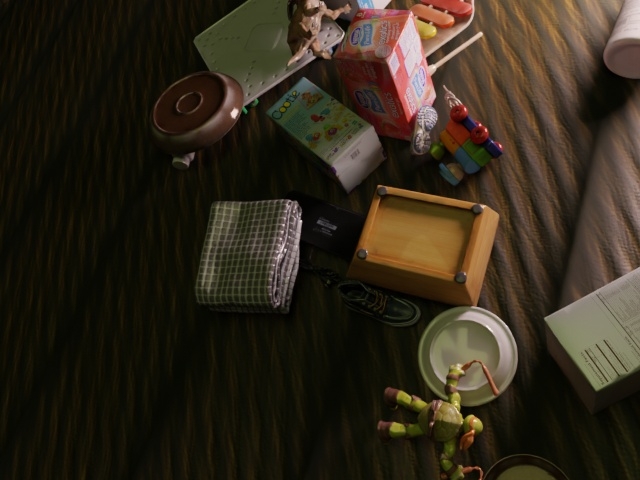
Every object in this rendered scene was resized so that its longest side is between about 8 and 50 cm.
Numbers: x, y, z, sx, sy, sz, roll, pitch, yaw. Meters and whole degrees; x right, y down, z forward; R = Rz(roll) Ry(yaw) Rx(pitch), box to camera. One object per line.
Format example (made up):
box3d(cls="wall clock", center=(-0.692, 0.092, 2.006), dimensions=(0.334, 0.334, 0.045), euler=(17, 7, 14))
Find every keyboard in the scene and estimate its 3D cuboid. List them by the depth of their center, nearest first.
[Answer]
box3d(cls="keyboard", center=(0.000, 0.000, 1.438), dimensions=(0.317, 0.033, 0.201), euler=(22, 73, 31))

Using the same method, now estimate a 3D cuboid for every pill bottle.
box3d(cls="pill bottle", center=(0.741, -0.495, 1.327), dimensions=(0.131, 0.131, 0.229), euler=(18, 72, 29))
box3d(cls="pill bottle", center=(-0.399, -0.268, 1.719), dimensions=(0.065, 0.065, 0.116), euler=(-4, 63, 21))

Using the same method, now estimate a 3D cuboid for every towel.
box3d(cls="towel", center=(-0.171, 0.030, 1.414), dimensions=(0.235, 0.121, 0.283), euler=(-4, 68, 30))

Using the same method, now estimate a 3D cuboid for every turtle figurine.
box3d(cls="turtle figurine", center=(0.216, 0.356, 1.111), dimensions=(0.217, 0.087, 0.269), euler=(-5, 72, 36))

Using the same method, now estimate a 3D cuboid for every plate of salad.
box3d(cls="plate of salad", center=(0.296, 0.233, 1.186), dimensions=(0.200, 0.048, 0.199), euler=(-9, 70, 25))

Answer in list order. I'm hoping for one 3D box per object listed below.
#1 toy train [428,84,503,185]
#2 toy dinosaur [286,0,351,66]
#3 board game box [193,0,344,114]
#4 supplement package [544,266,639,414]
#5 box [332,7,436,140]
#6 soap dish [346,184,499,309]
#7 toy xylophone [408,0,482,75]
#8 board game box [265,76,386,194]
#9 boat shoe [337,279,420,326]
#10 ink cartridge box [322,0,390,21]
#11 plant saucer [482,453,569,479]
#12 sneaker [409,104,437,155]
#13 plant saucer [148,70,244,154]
box3d(cls="toy train", center=(0.311, -0.253, 1.411), dimensions=(0.143, 0.105, 0.248), euler=(-43, 50, 17))
box3d(cls="toy dinosaur", center=(-0.049, -0.616, 1.668), dimensions=(0.200, 0.127, 0.295), euler=(19, 89, 39))
box3d(cls="board game box", center=(-0.165, -0.611, 1.808), dimensions=(0.390, 0.050, 0.389), euler=(-33, 57, 4))
box3d(cls="supplement package", center=(0.527, 0.177, 1.031), dimensions=(0.203, 0.194, 0.149), euler=(-30, 56, 5))
box3d(cls="box", center=(0.164, -0.391, 1.410), dimensions=(0.142, 0.300, 0.154), euler=(17, 73, 28))
box3d(cls="soap dish", center=(0.219, 0.004, 1.276), dimensions=(0.291, 0.118, 0.228), euler=(13, 70, 19))
box3d(cls="toy xylophone", center=(0.280, -0.543, 1.542), dimensions=(0.323, 0.081, 0.236), euler=(-42, 41, -8))
box3d(cls="board game box", center=(0.013, -0.270, 1.504), dimensions=(0.144, 0.142, 0.275), euler=(-44, 57, -3))
box3d(cls="boat shoe", center=(0.124, 0.138, 1.283), dimensions=(0.184, 0.083, 0.065), euler=(12, 70, 27))
box3d(cls="ink cartridge box", center=(0.124, -0.780, 1.705), dimensions=(0.171, 0.168, 0.232), euler=(35, 81, 32))
box3d(cls="plant saucer", center=(0.370, 0.470, 1.044), dimensions=(0.169, 0.029, 0.168), euler=(-9, 62, 18))
box3d(cls="sneaker", center=(0.241, -0.266, 1.421), dimensions=(0.052, 0.058, 0.135), euler=(22, 72, -12))
box3d(cls="plant saucer", center=(-0.374, -0.387, 1.709), dimensions=(0.311, 0.050, 0.310), euler=(-9, 57, 14))
